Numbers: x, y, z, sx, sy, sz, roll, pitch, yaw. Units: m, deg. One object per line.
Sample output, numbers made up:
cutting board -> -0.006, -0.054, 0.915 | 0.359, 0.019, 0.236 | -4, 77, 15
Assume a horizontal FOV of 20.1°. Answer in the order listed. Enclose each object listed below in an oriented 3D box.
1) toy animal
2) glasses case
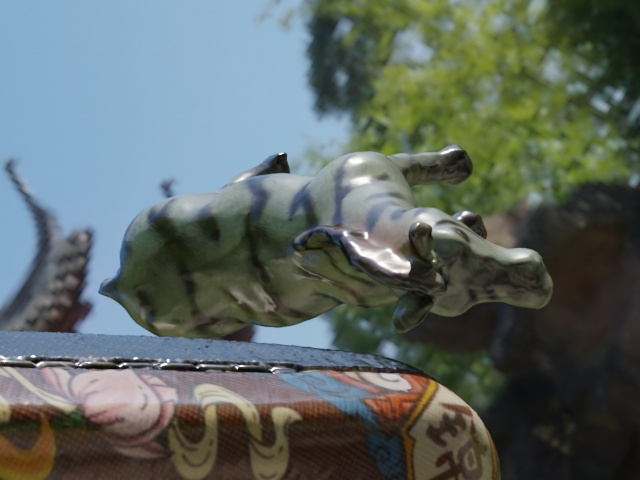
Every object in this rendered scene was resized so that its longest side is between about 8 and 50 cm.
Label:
toy animal -> 0.015, -0.004, 0.837 | 0.170, 0.090, 0.255 | -16, 3, -41
glasses case -> -0.083, 0.091, 0.525 | 0.321, 0.082, 0.122 | 4, -74, -34
